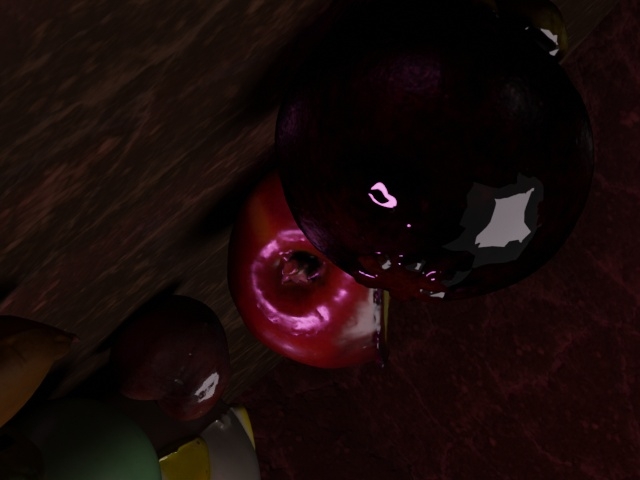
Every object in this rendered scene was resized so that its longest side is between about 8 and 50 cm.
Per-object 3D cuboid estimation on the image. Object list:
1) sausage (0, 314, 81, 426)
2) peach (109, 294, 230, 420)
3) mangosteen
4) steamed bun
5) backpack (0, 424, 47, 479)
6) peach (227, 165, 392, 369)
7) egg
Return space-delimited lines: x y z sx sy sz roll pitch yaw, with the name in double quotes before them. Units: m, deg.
"sausage" -0.313 0.134 1.511 0.328 0.112 0.112 -36 172 -45
"peach" -0.179 0.140 2.246 0.152 0.152 0.152 -41 174 -5
"mangosteen" 0.117 -0.114 1.713 0.307 0.307 0.347 119 -10 -72
"steamed bun" -0.241 0.345 2.474 0.334 0.334 0.374 -43 178 17
"backpack" -0.360 0.302 1.817 0.140 0.207 0.253 0 108 -52
"peach" 0.000 0.000 2.106 0.361 0.201 0.257 -64 161 -70
"egg" -0.307 0.304 2.172 0.269 0.220 0.220 -48 171 35
